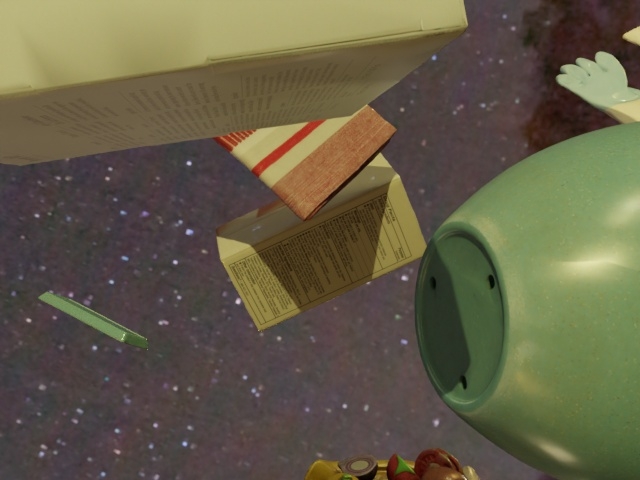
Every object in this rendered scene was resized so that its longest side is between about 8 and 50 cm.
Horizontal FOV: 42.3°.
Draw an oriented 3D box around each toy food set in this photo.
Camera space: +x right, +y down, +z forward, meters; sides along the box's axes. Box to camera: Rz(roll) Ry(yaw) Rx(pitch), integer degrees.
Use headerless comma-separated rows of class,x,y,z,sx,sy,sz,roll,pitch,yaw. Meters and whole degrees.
toy food set,0.090,0.253,0.841,0.128,0.218,0.071,-107,22,-56

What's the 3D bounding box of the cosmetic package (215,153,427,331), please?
cosmetic package,0.000,0.000,1.302,0.129,0.296,0.153,-113,0,-63

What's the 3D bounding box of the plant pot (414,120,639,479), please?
plant pot,0.184,0.052,0.605,0.195,0.290,0.290,0,-70,-20

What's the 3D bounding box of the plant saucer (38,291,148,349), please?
plant saucer,-0.352,0.122,1.284,0.018,0.192,0.067,-65,-29,-5

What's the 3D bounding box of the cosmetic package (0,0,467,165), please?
cosmetic package,-0.101,-0.115,0.505,0.377,0.284,0.097,-150,48,-84

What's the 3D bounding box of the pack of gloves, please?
pack of gloves,0.399,-0.177,0.948,0.195,0.232,0.046,-22,-55,-5

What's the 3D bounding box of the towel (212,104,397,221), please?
towel,-0.077,-0.192,1.115,0.237,0.329,0.037,-45,-6,-42
